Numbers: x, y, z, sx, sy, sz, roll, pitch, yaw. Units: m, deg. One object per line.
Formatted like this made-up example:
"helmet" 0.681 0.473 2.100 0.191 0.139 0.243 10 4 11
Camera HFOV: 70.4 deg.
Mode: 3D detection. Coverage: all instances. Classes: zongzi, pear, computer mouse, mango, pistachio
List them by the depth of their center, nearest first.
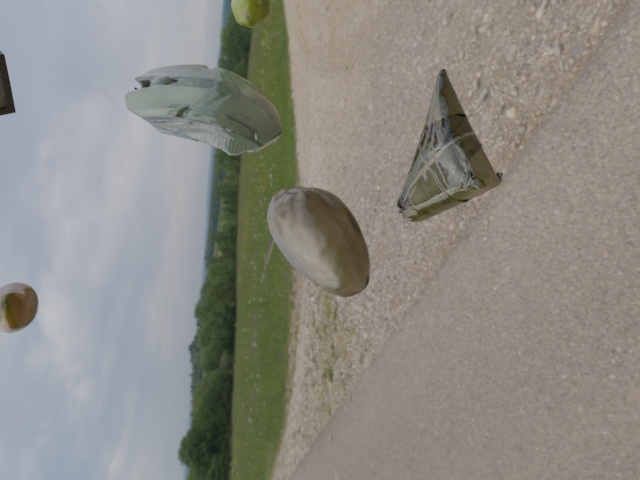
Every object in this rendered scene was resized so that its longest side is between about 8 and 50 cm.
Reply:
"pistachio" 0.000 0.000 0.638 0.126 0.185 0.108 -44 -4 25
"zongzi" 0.154 -0.125 0.660 0.160 0.079 0.176 -30 83 46
"mango" -0.622 0.137 0.924 0.184 0.085 0.102 -5 78 56
"pear" -0.153 -0.531 1.019 0.092 0.092 0.096 -115 32 -68
"computer mouse" -0.307 -0.375 1.226 0.145 0.430 0.228 107 178 -57

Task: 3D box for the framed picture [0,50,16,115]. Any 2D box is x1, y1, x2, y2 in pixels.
"framed picture" -0.673 -0.281 0.845 0.023 0.169 0.127 40 135 19

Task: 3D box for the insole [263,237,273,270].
"insole" -0.133 -0.025 1.346 0.086 0.005 0.253 107 179 -71
